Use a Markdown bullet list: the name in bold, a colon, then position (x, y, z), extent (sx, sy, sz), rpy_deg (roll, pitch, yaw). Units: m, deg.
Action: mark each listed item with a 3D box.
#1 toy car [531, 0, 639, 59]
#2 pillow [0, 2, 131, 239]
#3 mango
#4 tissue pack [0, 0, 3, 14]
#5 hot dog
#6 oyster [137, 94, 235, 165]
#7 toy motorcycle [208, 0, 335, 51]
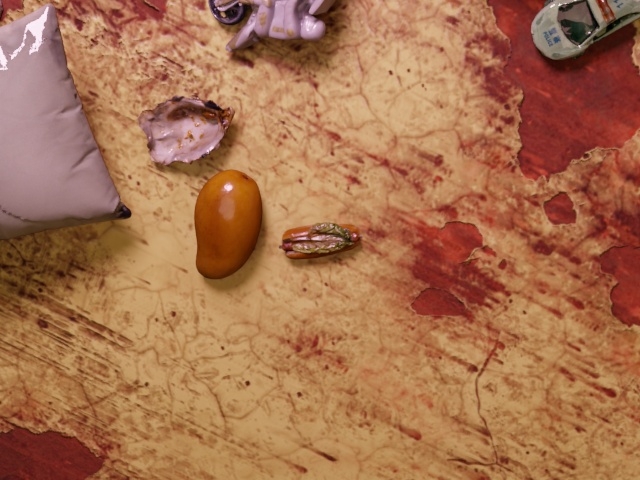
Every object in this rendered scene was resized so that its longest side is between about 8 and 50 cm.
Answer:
- **toy car**: position (0.375, -0.309, 0.874), extent (0.186, 0.058, 0.093), rpy_deg (-29, 102, 12)
- **pillow**: position (-0.455, -0.129, 0.886), extent (0.312, 0.119, 0.310), rpy_deg (-15, 114, -8)
- **mango**: position (-0.144, -0.017, 0.992), extent (0.102, 0.085, 0.184), rpy_deg (16, 111, 2)
- **tissue pack**: position (-0.595, -0.272, 0.941), extent (0.159, 0.136, 0.246), rpy_deg (28, 105, -2)
- **hot dog**: position (0.000, 0.000, 1.002), extent (0.133, 0.041, 0.056), rpy_deg (-8, 104, 8)
- **oyster**: position (-0.193, -0.167, 0.972), extent (0.148, 0.051, 0.103), rpy_deg (-4, 116, 16)
- **toy motorcycle**: position (-0.052, -0.330, 0.888), extent (0.228, 0.074, 0.151), rpy_deg (-23, 101, 31)
